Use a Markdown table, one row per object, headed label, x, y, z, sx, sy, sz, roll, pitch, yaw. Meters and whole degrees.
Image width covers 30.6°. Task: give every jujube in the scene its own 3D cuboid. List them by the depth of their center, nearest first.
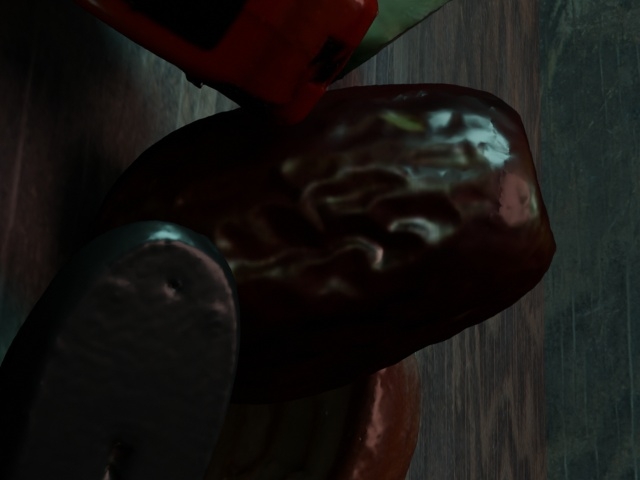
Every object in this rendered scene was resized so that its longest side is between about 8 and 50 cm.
| label | x | y | z | sx | sy | sz | roll | pitch | yaw |
| --- | --- | --- | --- | --- | --- | --- | --- | --- | --- |
| jujube | 0.000 | 0.000 | 0.834 | 0.223 | 0.318 | 0.223 | -16 | 90 | -79 |

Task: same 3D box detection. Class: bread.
| label | x | y | z | sx | sy | sz | roll | pitch | yaw |
| --- | --- | --- | --- | --- | --- | --- | --- | --- | --- |
| bread | -0.010 | 0.163 | 0.973 | 0.123 | 0.190 | 0.244 | 29 | 65 | -53 |

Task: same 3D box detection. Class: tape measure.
| label | x | y | z | sx | sy | sz | roll | pitch | yaw |
| --- | --- | --- | --- | --- | --- | --- | --- | --- | --- |
| tape measure | -0.094 | -0.191 | 0.763 | 0.260 | 0.114 | 0.253 | 29 | 14 | -25 |

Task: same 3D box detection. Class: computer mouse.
| label | x | y | z | sx | sy | sz | roll | pitch | yaw |
| --- | --- | --- | --- | --- | --- | --- | --- | --- | --- |
| computer mouse | -0.135 | 0.115 | 0.712 | 0.138 | 0.086 | 0.269 | 17 | 90 | -29 |

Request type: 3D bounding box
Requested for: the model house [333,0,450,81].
| label | x | y | z | sx | sy | sz | roll | pitch | yaw |
| --- | --- | --- | --- | --- | --- | --- | --- | --- | --- |
| model house | 0.030 | -0.339 | 1.169 | 0.280 | 0.245 | 0.312 | 55 | -2 | -6 |
